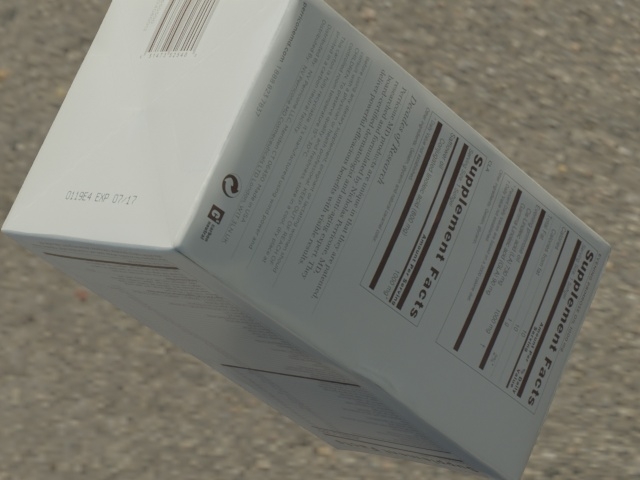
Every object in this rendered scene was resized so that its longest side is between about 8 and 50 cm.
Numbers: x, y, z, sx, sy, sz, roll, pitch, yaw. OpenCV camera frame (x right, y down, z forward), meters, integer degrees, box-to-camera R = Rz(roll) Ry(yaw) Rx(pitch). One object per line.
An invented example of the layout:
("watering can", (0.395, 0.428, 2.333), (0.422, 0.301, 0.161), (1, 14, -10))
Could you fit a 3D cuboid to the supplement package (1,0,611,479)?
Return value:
("supplement package", (0.000, 0.000, 0.925), (0.139, 0.244, 0.134), (6, 66, 48))
